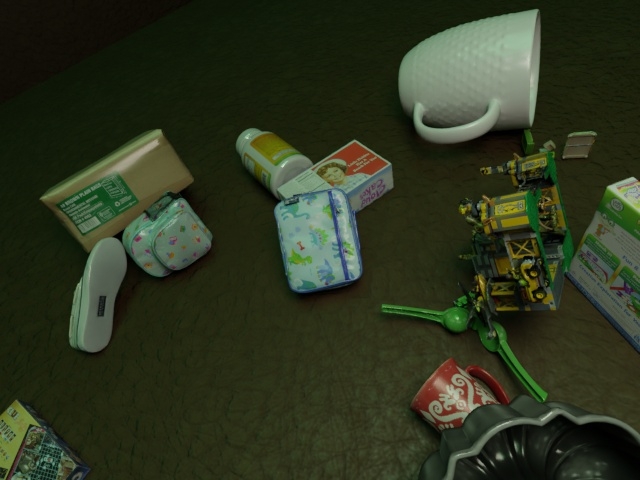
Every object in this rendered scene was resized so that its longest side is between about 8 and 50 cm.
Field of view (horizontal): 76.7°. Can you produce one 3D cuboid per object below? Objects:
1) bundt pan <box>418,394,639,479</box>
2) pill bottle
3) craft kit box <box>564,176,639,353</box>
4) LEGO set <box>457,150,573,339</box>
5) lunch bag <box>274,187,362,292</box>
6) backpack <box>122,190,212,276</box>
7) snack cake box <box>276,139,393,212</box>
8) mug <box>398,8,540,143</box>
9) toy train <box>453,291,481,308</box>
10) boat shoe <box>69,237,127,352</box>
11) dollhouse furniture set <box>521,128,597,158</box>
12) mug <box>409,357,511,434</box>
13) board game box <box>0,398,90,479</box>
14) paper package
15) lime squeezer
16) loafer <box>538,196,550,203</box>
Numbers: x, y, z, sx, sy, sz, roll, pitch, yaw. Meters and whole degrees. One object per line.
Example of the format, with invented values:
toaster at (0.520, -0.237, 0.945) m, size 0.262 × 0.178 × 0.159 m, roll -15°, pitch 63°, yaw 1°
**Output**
bundt pan at (0.264, 0.344, 0.500) m, size 0.331 × 0.124 × 0.330 m, roll 0°, pitch 92°, yaw 0°
pill bottle at (-0.137, -0.223, 1.140) m, size 0.136 × 0.136 × 0.246 m, roll -36°, pitch 52°, yaw -15°
craft kit box at (0.535, 0.067, 0.655) m, size 0.061 × 0.246 × 0.249 m, roll -23°, pitch 50°, yaw -3°
LEGO set at (0.317, -0.009, 0.733) m, size 0.192 × 0.254 × 0.331 m, roll -11°, pitch 26°, yaw 40°
lunch bag at (0.000, 0.000, 0.894) m, size 0.176 × 0.090 × 0.218 m, roll -10°, pitch 83°, yaw 3°
backpack at (-0.381, -0.003, 1.005) m, size 0.188 × 0.165 × 0.144 m, roll -39°, pitch 43°, yaw -14°
snack cake box at (0.040, -0.137, 1.055) m, size 0.264 × 0.089 × 0.152 m, roll -34°, pitch 50°, yaw -14°
mug at (0.375, -0.394, 1.063) m, size 0.328 × 0.276 × 0.374 m, roll 5°, pitch 57°, yaw 30°
toy train at (0.309, 0.116, 0.825) m, size 0.083 × 0.017 × 0.023 m, roll -23°, pitch 40°, yaw -5°
boat shoe at (-0.533, 0.125, 0.956) m, size 0.088 × 0.096 × 0.267 m, roll -2°, pitch 80°, yaw 26°
dollhouse furniture set at (0.590, -0.246, 1.010) m, size 0.152 × 0.076 × 0.058 m, roll 0°, pitch 50°, yaw 15°
mug at (0.257, 0.276, 0.648) m, size 0.150 × 0.113 × 0.169 m, roll -40°, pitch 56°, yaw -16°
board game box at (-0.580, 0.441, 0.773) m, size 0.243 × 0.042 × 0.165 m, roll 22°, pitch 60°, yaw 29°
paper package at (-0.542, -0.151, 1.100) m, size 0.325 × 0.168 × 0.309 m, roll -38°, pitch 26°, yaw -17°
lime squeezer at (0.268, 0.177, 0.753) m, size 0.310 × 0.058 × 0.110 m, roll 28°, pitch 56°, yaw 32°
loafer at (0.460, -0.074, 0.925) m, size 0.125 × 0.039 × 0.045 m, roll -11°, pitch 50°, yaw 5°
